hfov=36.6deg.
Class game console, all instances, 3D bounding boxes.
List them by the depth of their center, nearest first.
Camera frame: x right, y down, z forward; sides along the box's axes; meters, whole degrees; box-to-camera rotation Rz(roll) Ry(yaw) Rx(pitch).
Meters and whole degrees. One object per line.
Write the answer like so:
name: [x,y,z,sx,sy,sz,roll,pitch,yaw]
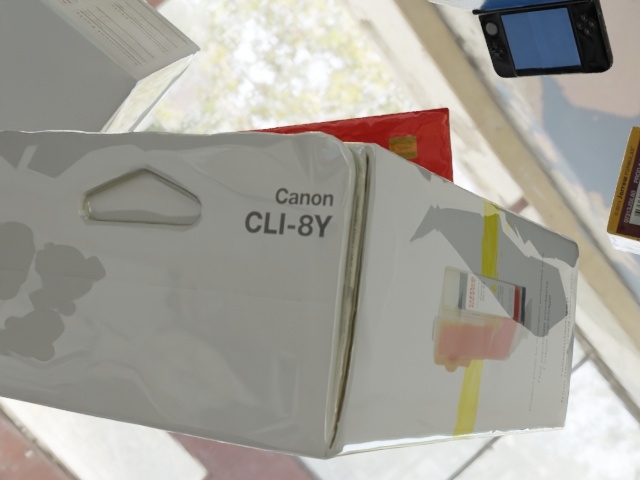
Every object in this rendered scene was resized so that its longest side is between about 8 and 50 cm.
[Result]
game console: [0.196,-0.205,0.954,0.144,0.085,0.124,8,-53,49]

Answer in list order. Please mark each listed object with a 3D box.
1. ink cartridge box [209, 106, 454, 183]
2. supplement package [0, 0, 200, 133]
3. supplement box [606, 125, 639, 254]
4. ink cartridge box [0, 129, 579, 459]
ink cartridge box: [0.000,0.000,1.026,0.066,0.296,0.261,-3,88,-77]
supplement package: [-0.290,-0.181,1.044,0.198,0.199,0.262,40,18,-6]
supplement box: [0.335,-0.039,0.952,0.081,0.104,0.188,15,0,19]
ink cartridge box: [-0.010,0.045,0.674,0.279,0.160,0.385,3,-7,30]
